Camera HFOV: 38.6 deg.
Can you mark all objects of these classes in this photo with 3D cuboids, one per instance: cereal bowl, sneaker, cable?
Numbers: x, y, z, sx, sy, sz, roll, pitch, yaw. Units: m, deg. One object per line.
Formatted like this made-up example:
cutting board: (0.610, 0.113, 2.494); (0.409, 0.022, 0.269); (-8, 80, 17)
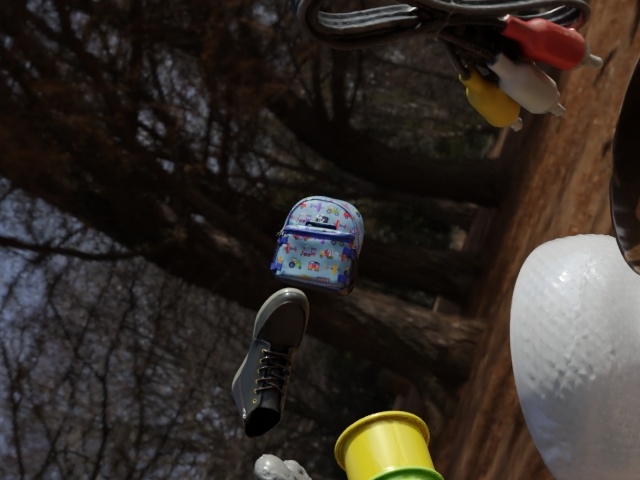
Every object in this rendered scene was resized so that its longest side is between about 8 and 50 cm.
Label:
cereal bowl: (0.379, 0.150, 1.115); (0.339, 0.141, 0.339); (20, -117, -44)
sneaker: (-0.065, 0.188, 1.387); (0.118, 0.083, 0.222); (-114, 42, -60)
cable: (0.119, -0.164, 0.727); (0.139, 0.287, 0.072); (-42, 55, 36)

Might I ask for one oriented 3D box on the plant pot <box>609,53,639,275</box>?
plant pot: (0.370, -0.061, 0.684); (0.215, 0.230, 0.216); (-172, 90, -86)

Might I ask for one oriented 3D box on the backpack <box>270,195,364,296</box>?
backpack: (0.000, 0.000, 1.634); (0.117, 0.158, 0.173); (68, -143, -78)

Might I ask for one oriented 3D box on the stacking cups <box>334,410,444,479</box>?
stacking cups: (0.084, 0.296, 0.765); (0.316, 0.096, 0.096); (-104, 17, -48)

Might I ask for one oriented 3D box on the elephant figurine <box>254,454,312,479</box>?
elephant figurine: (-0.098, 0.375, 1.054); (0.239, 0.169, 0.186); (-39, 20, 11)
